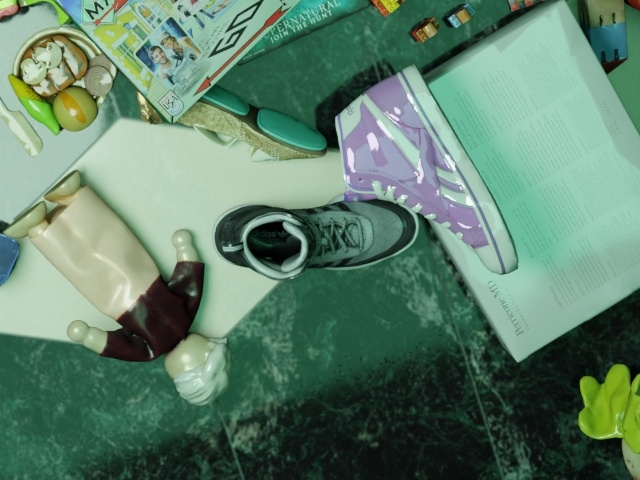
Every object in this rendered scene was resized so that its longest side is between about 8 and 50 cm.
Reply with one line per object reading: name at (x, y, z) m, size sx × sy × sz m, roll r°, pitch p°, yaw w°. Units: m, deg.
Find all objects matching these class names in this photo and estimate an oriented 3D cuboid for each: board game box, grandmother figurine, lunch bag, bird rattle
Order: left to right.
lunch bag at (-0.434, 0.018, 1.919) m, size 0.098 × 0.065 × 0.067 m, roll 27°, pitch 74°, yaw -11°
grandmother figurine at (-0.231, 0.068, 1.934) m, size 0.208 × 0.104 × 0.342 m, roll -42°, pitch 103°, yaw -13°
board game box at (-0.142, -0.326, 1.845) m, size 0.317 × 0.046 × 0.213 m, roll -45°, pitch 112°, yaw -6°
board game box at (-0.045, -0.317, 1.932) m, size 0.186 × 0.026 × 0.126 m, roll -25°, pitch 100°, yaw -2°
bird rattle at (0.462, 0.276, 2.024) m, size 0.207 × 0.143 × 0.253 m, roll -28°, pitch 103°, yaw -18°

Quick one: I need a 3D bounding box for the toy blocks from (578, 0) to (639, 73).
toy blocks at (0.474, -0.353, 1.924) m, size 0.381 × 0.191 × 0.261 m, roll -11°, pitch 111°, yaw -4°

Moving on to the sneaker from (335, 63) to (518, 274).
sneaker at (0.120, -0.057, 1.866) m, size 0.161 × 0.102 × 0.282 m, roll -32°, pitch 89°, yaw 5°

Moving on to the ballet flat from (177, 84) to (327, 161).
ballet flat at (-0.093, -0.141, 1.941) m, size 0.206 × 0.073 × 0.067 m, roll 25°, pitch 122°, yaw -6°

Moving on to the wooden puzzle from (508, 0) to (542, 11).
wooden puzzle at (0.265, -0.328, 1.973) m, size 0.083 × 0.006 × 0.049 m, roll -19°, pitch 100°, yaw -3°

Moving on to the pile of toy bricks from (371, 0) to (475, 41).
pile of toy bricks at (0.174, -0.340, 1.912) m, size 0.212 × 0.105 × 0.118 m, roll -40°, pitch 100°, yaw 1°

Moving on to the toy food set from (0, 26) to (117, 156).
toy food set at (-0.323, -0.203, 1.913) m, size 0.192 × 0.038 × 0.132 m, roll -37°, pitch 100°, yaw 0°

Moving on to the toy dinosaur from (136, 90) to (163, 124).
toy dinosaur at (-0.232, -0.249, 1.892) m, size 0.112 × 0.064 × 0.211 m, roll -28°, pitch 92°, yaw -20°

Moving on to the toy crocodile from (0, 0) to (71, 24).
toy crocodile at (-0.462, -0.289, 1.847) m, size 0.340 × 0.115 × 0.105 m, roll -11°, pitch 99°, yaw -5°

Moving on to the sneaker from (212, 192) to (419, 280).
sneaker at (0.000, 0.000, 1.917) m, size 0.268 × 0.153 × 0.101 m, roll -4°, pitch 99°, yaw -5°

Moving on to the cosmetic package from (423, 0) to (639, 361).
cosmetic package at (0.273, -0.077, 1.964) m, size 0.284 × 0.097 × 0.377 m, roll -31°, pitch 100°, yaw -2°
